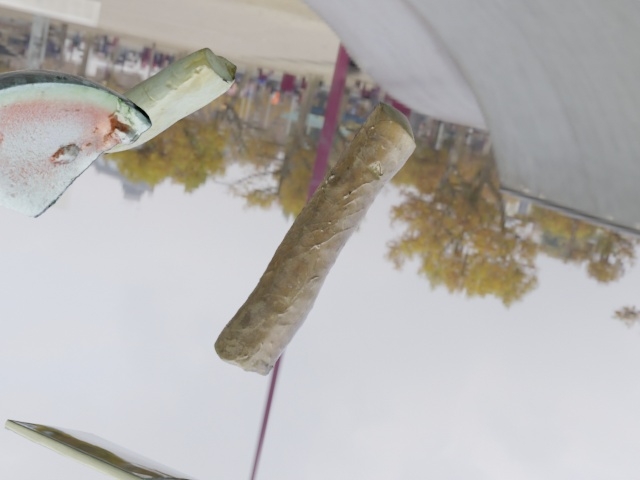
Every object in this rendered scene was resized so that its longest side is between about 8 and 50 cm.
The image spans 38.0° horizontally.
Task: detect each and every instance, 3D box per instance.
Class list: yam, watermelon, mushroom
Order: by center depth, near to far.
[{"bbox_3d":[0.000,0.000,1.101,0.081,0.357,0.081,34,179,0],"label":"yam"},{"bbox_3d":[-0.422,-0.138,1.328,0.320,0.214,0.289,1,-178,19],"label":"watermelon"},{"bbox_3d":[-0.281,-0.221,1.543,0.312,0.081,0.100,-23,161,26],"label":"mushroom"}]

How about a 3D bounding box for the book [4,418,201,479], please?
[{"bbox_3d":[-0.418,0.437,1.869,0.379,0.031,0.264,13,169,32],"label":"book"}]
